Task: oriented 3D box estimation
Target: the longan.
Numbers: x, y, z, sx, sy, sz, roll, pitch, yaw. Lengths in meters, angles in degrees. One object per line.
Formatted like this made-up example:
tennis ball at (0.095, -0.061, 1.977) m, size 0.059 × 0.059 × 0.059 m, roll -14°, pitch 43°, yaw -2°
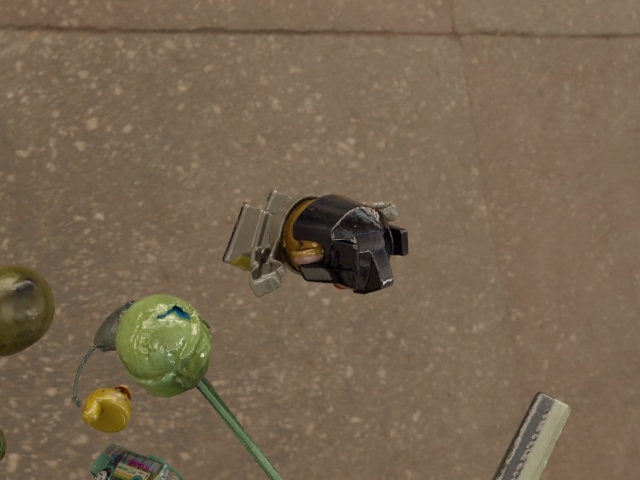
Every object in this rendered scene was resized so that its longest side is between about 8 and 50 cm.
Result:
longan at (-0.522, 0.122, 1.490) m, size 0.154 × 0.176 × 0.145 m, roll -17°, pitch 59°, yaw -49°

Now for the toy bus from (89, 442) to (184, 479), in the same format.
toy bus at (-0.395, 0.508, 1.907) m, size 0.091 × 0.261 × 0.109 m, roll 51°, pitch 59°, yaw -32°

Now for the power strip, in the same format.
power strip at (0.321, 0.357, 1.418) m, size 0.070 × 0.105 × 0.257 m, roll 27°, pitch 49°, yaw 14°

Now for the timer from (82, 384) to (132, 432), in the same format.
timer at (-0.464, 0.373, 1.932) m, size 0.107 × 0.107 × 0.109 m, roll 49°, pitch 27°, yaw -23°

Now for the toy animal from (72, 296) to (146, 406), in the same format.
toy animal at (-0.430, 0.211, 1.794) m, size 0.070 × 0.079 × 0.253 m, roll 43°, pitch 73°, yaw -13°

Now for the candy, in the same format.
candy at (-0.100, 0.173, 0.903) m, size 0.092 × 0.093 × 0.336 m, roll -55°, pitch 137°, yaw -26°

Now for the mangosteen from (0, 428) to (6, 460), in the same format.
mangosteen at (-0.605, 0.352, 1.370) m, size 0.242 × 0.243 × 0.243 m, roll 7°, pitch 78°, yaw -39°

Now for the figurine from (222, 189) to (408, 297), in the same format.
figurine at (-0.003, 0.000, 1.375) m, size 0.308 × 0.308 × 0.143 m, roll -51°, pitch 125°, yaw -33°
